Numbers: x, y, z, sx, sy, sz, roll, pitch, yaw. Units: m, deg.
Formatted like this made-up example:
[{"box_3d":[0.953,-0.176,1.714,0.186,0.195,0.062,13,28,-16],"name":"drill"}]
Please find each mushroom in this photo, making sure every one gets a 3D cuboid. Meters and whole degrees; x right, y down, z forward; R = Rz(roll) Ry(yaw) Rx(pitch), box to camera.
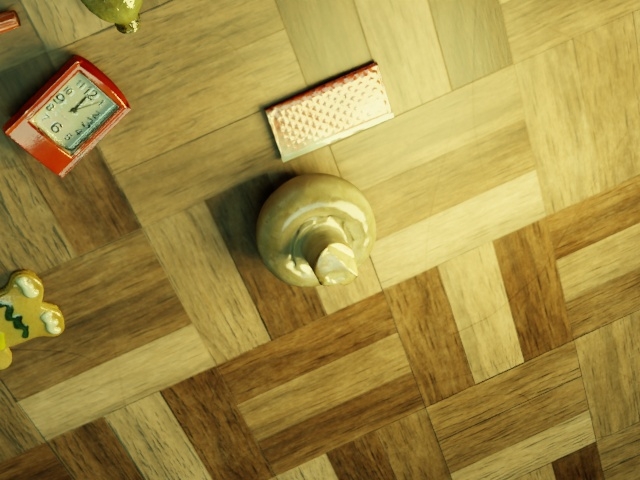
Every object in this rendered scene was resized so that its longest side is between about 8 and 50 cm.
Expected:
[{"box_3d":[0.000,0.000,1.658,0.204,0.204,0.204,-9,125,-13],"name":"mushroom"}]

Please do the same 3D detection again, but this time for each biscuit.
[{"box_3d":[-0.540,0.148,1.671,0.240,0.035,0.158,-29,125,1],"name":"biscuit"}]

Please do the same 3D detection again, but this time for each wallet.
[{"box_3d":[0.014,-0.203,1.637,0.196,0.020,0.103,-23,128,-3],"name":"wallet"}]

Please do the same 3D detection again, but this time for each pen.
[{"box_3d":[-0.526,-0.265,1.400,0.239,0.028,0.028,-20,127,-5],"name":"pen"}]

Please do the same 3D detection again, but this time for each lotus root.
[{"box_3d":[-0.292,-0.356,1.387,0.090,0.077,0.183,-22,126,7],"name":"lotus root"}]

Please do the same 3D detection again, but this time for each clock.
[{"box_3d":[-0.366,-0.185,1.493,0.155,0.061,0.113,-42,126,6],"name":"clock"}]
